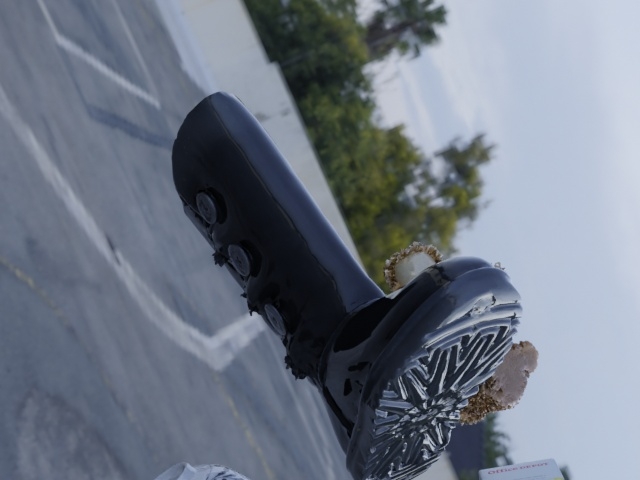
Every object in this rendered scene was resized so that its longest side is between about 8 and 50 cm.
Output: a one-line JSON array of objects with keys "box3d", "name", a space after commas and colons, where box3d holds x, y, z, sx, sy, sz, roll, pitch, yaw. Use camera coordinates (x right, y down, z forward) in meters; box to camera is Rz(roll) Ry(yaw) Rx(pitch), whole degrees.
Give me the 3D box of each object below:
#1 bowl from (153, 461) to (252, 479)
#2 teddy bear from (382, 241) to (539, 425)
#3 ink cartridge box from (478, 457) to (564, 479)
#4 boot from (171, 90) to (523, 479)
[{"box3d": [-0.143, 0.283, 1.184, 0.080, 0.170, 0.170, 52, 2, -9], "name": "bowl"}, {"box3d": [0.169, 0.132, 1.623, 0.338, 0.245, 0.113, 17, 1, -41], "name": "teddy bear"}, {"box3d": [0.327, 0.441, 1.780, 0.176, 0.128, 0.127, -92, 172, -73], "name": "ink cartridge box"}, {"box3d": [-0.001, 0.001, 1.210, 0.445, 0.146, 0.367, 58, -32, 29], "name": "boot"}]
